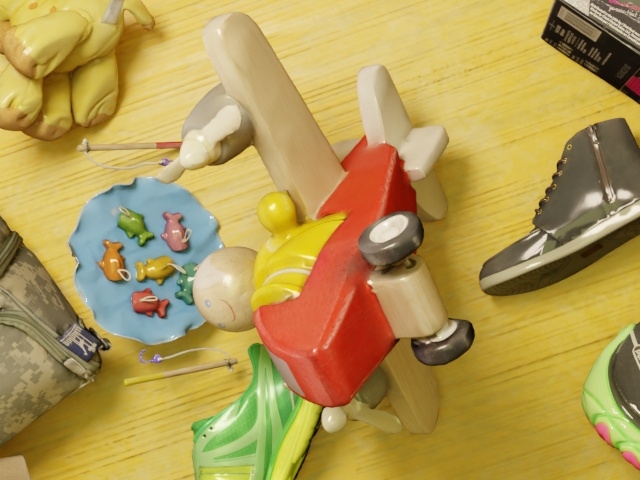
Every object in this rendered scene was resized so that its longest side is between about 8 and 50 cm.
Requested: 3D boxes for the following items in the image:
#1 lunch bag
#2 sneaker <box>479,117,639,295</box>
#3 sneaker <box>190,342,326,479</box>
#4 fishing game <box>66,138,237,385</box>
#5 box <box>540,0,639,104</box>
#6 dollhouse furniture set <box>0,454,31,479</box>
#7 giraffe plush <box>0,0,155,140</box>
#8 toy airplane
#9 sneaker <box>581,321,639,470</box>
[{"bbox_3d":[-0.408,0.118,1.649,0.305,0.212,0.256,-38,104,6],"label":"lunch bag"},{"bbox_3d":[0.253,-0.032,1.657,0.222,0.083,0.118,-28,68,11],"label":"sneaker"},{"bbox_3d":[-0.090,0.245,1.666,0.123,0.109,0.296,24,81,8],"label":"sneaker"},{"bbox_3d":[-0.177,0.017,1.655,0.189,0.041,0.264,-3,80,-33],"label":"fishing game"},{"bbox_3d":[0.326,-0.237,1.557,0.163,0.247,0.142,35,91,5],"label":"box"},{"bbox_3d":[-0.285,0.365,1.604,0.259,0.135,0.262,-9,107,-16],"label":"dollhouse furniture set"},{"bbox_3d":[-0.303,-0.233,1.672,0.170,0.181,0.210,39,104,26],"label":"giraffe plush"},{"bbox_3d":[0.000,0.000,1.544,0.272,0.384,0.386,-20,73,16],"label":"toy airplane"},{"bbox_3d":[0.504,0.215,1.566,0.482,0.185,0.202,28,96,4],"label":"sneaker"}]
